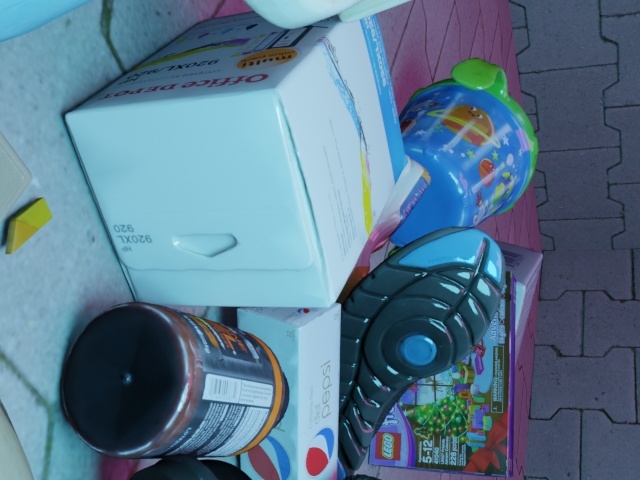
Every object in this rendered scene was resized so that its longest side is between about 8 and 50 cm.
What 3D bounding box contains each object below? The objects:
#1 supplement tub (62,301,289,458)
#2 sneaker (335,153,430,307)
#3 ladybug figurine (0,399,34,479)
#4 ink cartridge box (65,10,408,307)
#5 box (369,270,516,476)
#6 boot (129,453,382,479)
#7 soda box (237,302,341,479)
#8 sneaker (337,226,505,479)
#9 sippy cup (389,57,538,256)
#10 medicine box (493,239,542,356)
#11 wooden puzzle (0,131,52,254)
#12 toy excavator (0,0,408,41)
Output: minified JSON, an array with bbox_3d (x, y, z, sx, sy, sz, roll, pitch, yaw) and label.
[{"bbox_3d":[-0.094,0.112,0.585,0.198,0.106,0.106,34,57,-64],"label":"supplement tub"},{"bbox_3d":[0.000,0.000,0.854,0.296,0.131,0.112,-54,180,-30],"label":"sneaker"},{"bbox_3d":[-0.221,0.129,0.193,0.305,0.162,0.449,-59,141,-54],"label":"ladybug figurine"},{"bbox_3d":[-0.049,-0.078,0.619,0.233,0.171,0.168,-60,142,-53],"label":"ink cartridge box"},{"bbox_3d":[0.184,0.192,1.137,0.057,0.201,0.293,40,52,-62],"label":"box"},{"bbox_3d":[-0.015,0.259,0.610,0.260,0.131,0.348,-25,129,-37],"label":"boot"},{"bbox_3d":[-0.029,0.160,0.726,0.069,0.074,0.216,-24,120,-51],"label":"soda box"},{"bbox_3d":[0.062,0.105,0.803,0.341,0.125,0.139,-52,-177,25],"label":"sneaker"},{"bbox_3d":[0.178,-0.101,1.142,0.224,0.240,0.305,-41,118,-48],"label":"sippy cup"},{"bbox_3d":[0.272,0.162,1.341,0.263,0.149,0.289,-25,128,-66],"label":"medicine box"},{"bbox_3d":[-0.203,-0.039,0.449,0.078,0.014,0.116,-72,152,-48],"label":"wooden puzzle"},{"bbox_3d":[-0.087,-0.194,0.339,0.445,0.222,0.433,52,37,-40],"label":"toy excavator"}]
